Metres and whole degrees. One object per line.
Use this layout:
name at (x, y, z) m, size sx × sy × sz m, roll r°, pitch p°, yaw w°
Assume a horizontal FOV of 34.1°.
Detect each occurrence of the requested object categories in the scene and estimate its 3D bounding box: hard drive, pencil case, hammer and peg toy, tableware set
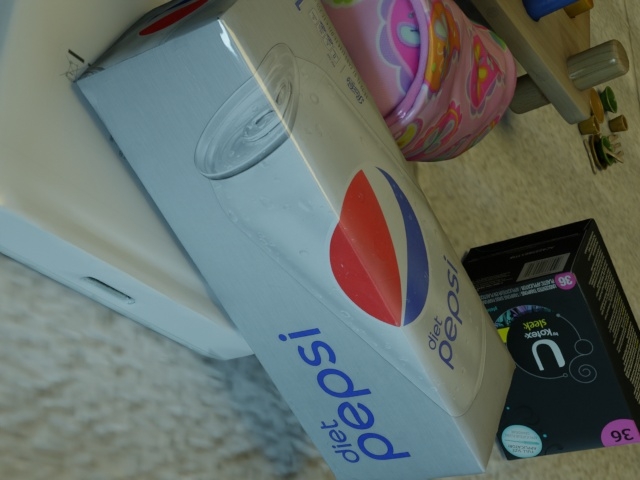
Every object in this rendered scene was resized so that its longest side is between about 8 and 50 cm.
hard drive at (-0.094, -0.110, 0.591) m, size 0.203 × 0.040 × 0.308 m, roll 36°, pitch 48°, yaw -45°
pencil case at (0.053, -0.116, 0.713) m, size 0.284 × 0.124 × 0.124 m, roll -14°, pitch 88°, yaw -70°
hammer and peg toy at (0.164, -0.303, 0.993) m, size 0.361 × 0.127 × 0.266 m, roll 40°, pitch 45°, yaw -37°
tableware set at (0.362, -0.145, 1.321) m, size 0.154 × 0.024 × 0.104 m, roll -24°, pitch 97°, yaw -57°

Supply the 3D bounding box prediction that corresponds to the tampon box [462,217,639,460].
tampon box at (0.192, 0.084, 0.868) m, size 0.161 × 0.120 × 0.101 m, roll 64°, pitch 33°, yaw -15°

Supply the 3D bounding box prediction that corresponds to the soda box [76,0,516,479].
soda box at (0.000, 0.000, 0.560) m, size 0.286 × 0.098 × 0.091 m, roll 60°, pitch 35°, yaw -23°
